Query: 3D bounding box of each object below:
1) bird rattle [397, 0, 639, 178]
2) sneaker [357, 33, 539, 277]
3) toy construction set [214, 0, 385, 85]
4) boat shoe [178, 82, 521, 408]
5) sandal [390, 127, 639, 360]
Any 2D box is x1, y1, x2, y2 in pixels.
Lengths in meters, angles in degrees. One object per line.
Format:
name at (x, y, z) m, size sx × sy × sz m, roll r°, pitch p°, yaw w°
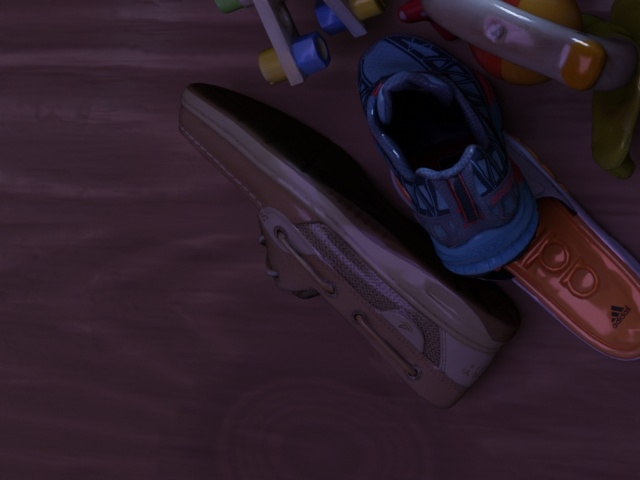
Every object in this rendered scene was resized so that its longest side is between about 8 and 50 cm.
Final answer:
bird rattle at (0.155, -0.166, 1.192) m, size 0.253 × 0.207 × 0.143 m, roll 36°, pitch 108°, yaw 15°
sneaker at (0.086, -0.097, 1.224) m, size 0.104 × 0.125 × 0.262 m, roll -30°, pitch 42°, yaw 4°
toy construction set at (-0.053, -0.300, 1.246) m, size 0.151 × 0.215 × 0.327 m, roll -7°, pitch 136°, yaw 13°
boat shoe at (0.000, 0.000, 1.326) m, size 0.341 × 0.122 × 0.110 m, roll 41°, pitch 110°, yaw 16°
sandal at (0.159, -0.005, 1.272) m, size 0.265 × 0.076 × 0.102 m, roll 40°, pitch 110°, yaw 18°
